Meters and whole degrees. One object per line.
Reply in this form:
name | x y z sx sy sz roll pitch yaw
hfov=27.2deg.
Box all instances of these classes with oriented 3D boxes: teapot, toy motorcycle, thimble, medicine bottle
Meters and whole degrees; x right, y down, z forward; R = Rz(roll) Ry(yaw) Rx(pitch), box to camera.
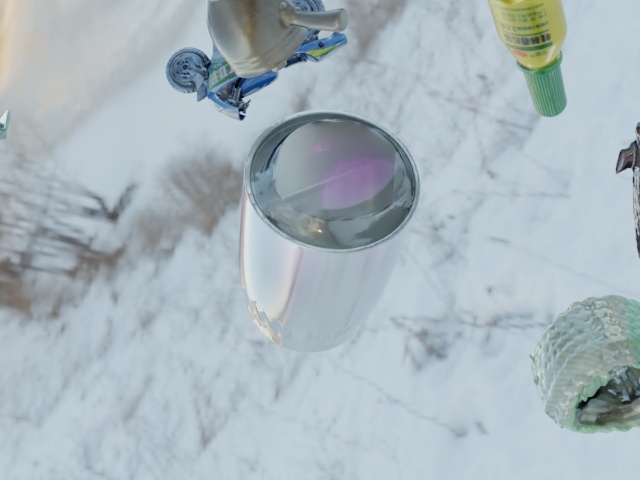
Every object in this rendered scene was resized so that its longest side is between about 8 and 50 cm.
teapot | -0.029 -0.172 1.001 0.110 0.080 0.085 -10 40 35
toy motorcycle | -0.090 -0.254 1.861 0.135 0.254 0.092 64 -175 11
thimble | 0.445 0.202 2.076 0.150 0.219 0.219 -102 30 -50
medicine bottle | 0.339 -0.307 2.075 0.076 0.111 0.309 -69 -29 -27

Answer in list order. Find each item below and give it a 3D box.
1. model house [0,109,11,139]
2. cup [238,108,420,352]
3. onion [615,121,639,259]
model house | -0.615 -0.151 1.999 0.224 0.215 0.198 -50 -5 15
cup | 0.000 0.000 2.007 0.371 0.253 0.253 101 170 -55
onion | 0.491 -0.015 1.606 0.314 0.146 0.280 -137 37 -68
